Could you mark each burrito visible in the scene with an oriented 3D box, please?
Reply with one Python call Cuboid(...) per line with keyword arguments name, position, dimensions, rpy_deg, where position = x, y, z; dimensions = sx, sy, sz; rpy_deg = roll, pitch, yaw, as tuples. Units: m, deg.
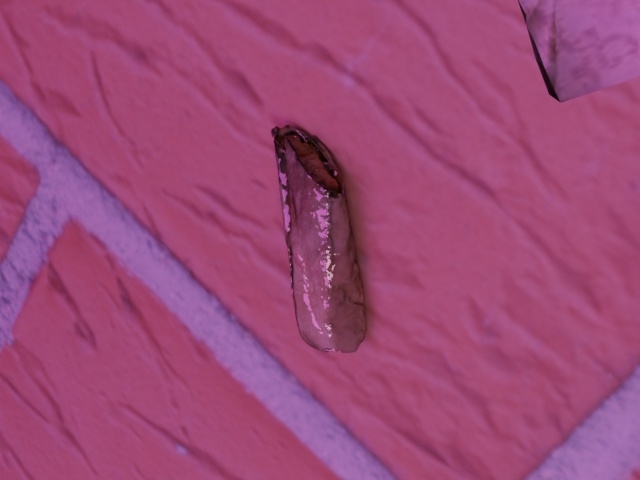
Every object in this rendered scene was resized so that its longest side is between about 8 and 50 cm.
Cuboid(name="burrito", position=(0.000, 0.000, 0.708), dimensions=(0.055, 0.041, 0.149), rpy_deg=(3, 106, 45))

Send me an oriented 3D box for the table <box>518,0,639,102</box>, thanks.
Cuboid(name="table", position=(0.233, -0.221, 0.363), dimensions=(0.335, 0.272, 0.222), rpy_deg=(-17, 96, 33))
